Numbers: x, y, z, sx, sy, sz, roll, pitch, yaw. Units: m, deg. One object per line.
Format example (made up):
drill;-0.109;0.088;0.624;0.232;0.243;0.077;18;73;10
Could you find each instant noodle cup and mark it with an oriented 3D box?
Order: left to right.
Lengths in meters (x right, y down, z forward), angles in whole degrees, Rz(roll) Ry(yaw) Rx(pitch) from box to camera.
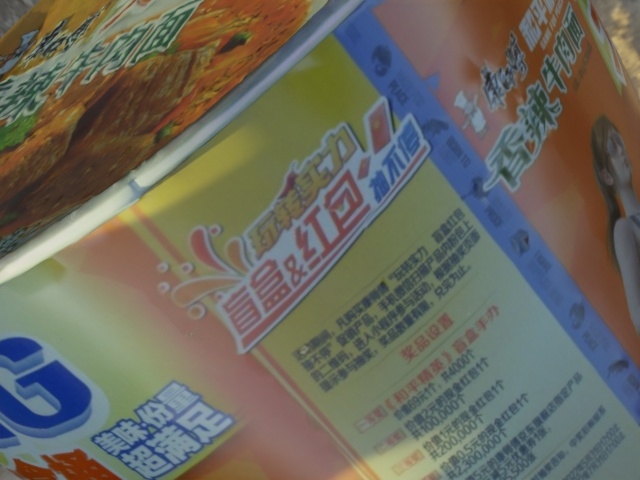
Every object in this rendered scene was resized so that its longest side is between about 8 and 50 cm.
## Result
instant noodle cup;0.000;0.000;0.512;0.296;0.296;0.214;-42;113;-3
